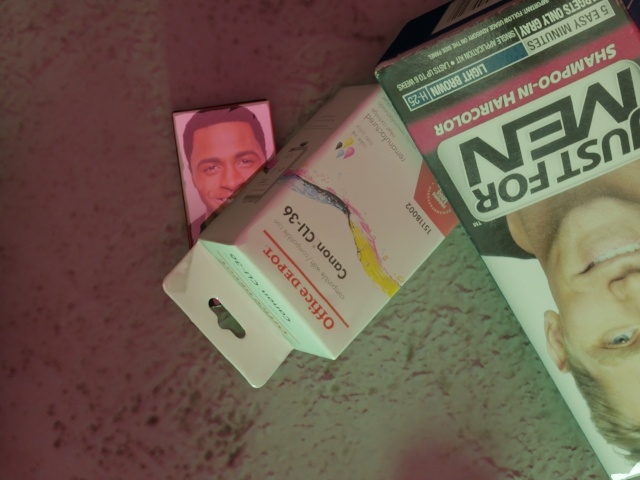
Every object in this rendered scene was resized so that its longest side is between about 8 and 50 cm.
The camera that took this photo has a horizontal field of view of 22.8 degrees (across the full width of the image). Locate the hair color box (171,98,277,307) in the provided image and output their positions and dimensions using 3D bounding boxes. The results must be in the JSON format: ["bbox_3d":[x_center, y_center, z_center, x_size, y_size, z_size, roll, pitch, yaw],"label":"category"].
[{"bbox_3d":[-0.063,-0.027,1.134,0.072,0.043,0.141,-9,97,-4],"label":"hair color box"}]

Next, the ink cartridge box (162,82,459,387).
[{"bbox_3d":[0.000,0.000,1.093,0.198,0.067,0.115,-48,112,-16],"label":"ink cartridge box"}]

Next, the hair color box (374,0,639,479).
[{"bbox_3d":[0.202,-0.020,1.077,0.174,0.105,0.347,-24,107,28],"label":"hair color box"}]
